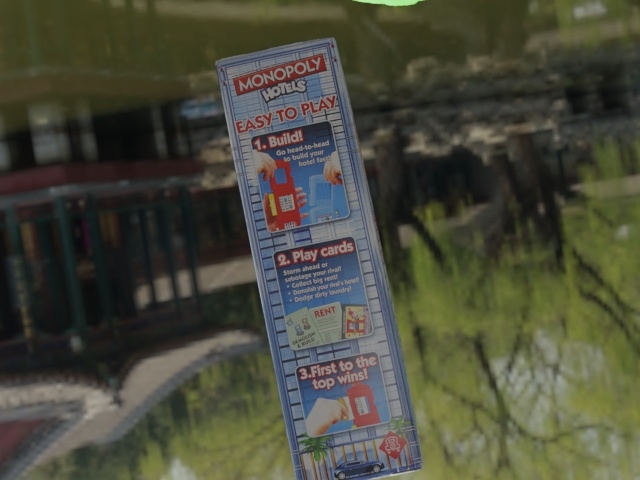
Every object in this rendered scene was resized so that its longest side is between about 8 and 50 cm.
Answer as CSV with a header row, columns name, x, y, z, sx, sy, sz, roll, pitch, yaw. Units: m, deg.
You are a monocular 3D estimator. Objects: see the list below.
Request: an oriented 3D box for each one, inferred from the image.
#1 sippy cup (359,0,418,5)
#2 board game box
name,x,y,z,sx,sy,sz,roll,pitch,yaw
sippy cup,0.045,-0.296,0.880,0.305,0.240,0.224,-9,171,1
board game box,0.000,0.000,0.686,0.060,0.194,0.194,-11,-172,2
